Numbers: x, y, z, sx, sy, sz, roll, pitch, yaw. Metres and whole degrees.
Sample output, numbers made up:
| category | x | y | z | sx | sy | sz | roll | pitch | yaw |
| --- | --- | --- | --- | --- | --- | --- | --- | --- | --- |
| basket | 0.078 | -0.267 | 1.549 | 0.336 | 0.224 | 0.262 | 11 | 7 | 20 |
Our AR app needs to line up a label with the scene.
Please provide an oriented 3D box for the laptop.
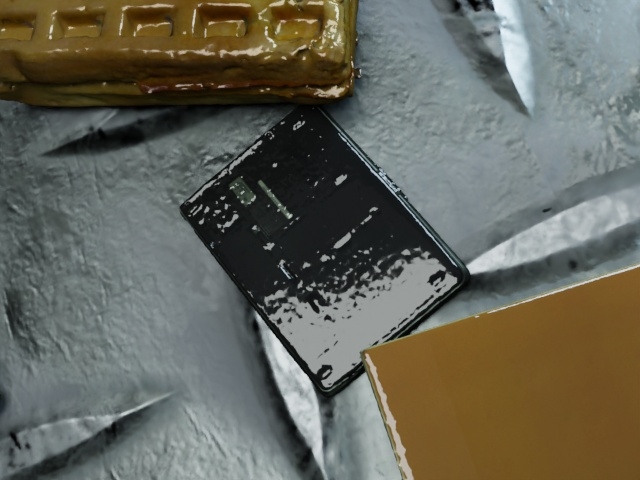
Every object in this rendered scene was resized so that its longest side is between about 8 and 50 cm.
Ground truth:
| category | x | y | z | sx | sy | sz | roll | pitch | yaw |
| --- | --- | --- | --- | --- | --- | --- | --- | --- | --- |
| laptop | 0.000 | 0.000 | 0.688 | 0.154 | 0.026 | 0.207 | -40 | 73 | 0 |

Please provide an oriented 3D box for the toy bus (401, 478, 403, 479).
| category | x | y | z | sx | sy | sz | roll | pitch | yaw |
| --- | --- | --- | --- | --- | --- | --- | --- | --- | --- |
| toy bus | 0.074 | 0.239 | 0.596 | 0.077 | 0.079 | 0.174 | 17 | 81 | 22 |

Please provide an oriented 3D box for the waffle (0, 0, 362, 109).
| category | x | y | z | sx | sy | sz | roll | pitch | yaw |
| --- | --- | --- | --- | --- | --- | --- | --- | --- | --- |
| waffle | -0.124 | -0.224 | 0.724 | 0.328 | 0.098 | 0.224 | 2 | 76 | 12 |

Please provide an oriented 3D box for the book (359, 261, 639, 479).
| category | x | y | z | sx | sy | sz | roll | pitch | yaw |
| --- | --- | --- | --- | --- | --- | --- | --- | --- | --- |
| book | 0.241 | 0.142 | 0.563 | 0.374 | 0.028 | 0.262 | -16 | 73 | -9 |
